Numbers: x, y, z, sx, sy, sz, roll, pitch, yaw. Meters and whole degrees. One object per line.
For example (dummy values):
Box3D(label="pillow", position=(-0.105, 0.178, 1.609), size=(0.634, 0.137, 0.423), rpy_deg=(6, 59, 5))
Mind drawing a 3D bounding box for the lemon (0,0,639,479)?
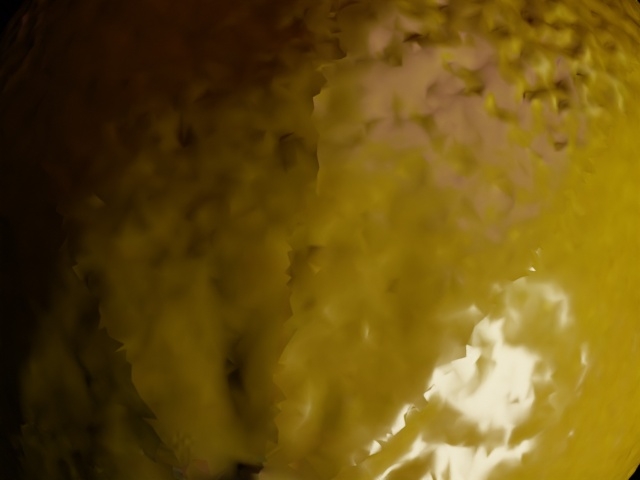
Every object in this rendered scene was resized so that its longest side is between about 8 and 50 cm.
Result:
Box3D(label="lemon", position=(0.000, -0.001, 0.585), size=(0.293, 0.293, 0.293), rpy_deg=(30, 35, -24))
